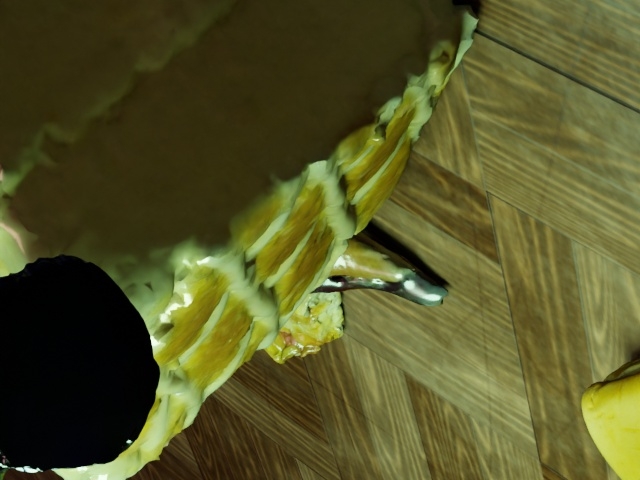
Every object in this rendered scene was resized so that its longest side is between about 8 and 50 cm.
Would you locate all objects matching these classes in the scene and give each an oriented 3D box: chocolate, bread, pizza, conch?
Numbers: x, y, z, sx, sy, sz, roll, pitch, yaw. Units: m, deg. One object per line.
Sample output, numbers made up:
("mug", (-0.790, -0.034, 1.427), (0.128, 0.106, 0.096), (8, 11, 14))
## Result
("chocolate", (-0.235, 0.087, 1.176), (0.343, 0.126, 0.148), (-7, 106, 53))
("bread", (0.265, 0.129, 1.345), (0.116, 0.077, 0.200), (59, 157, -1))
("pizza", (-0.045, 0.061, 1.825), (0.182, 0.062, 0.161), (29, 155, 38))
("conch", (-0.005, 0.003, 1.633), (0.233, 0.080, 0.086), (43, 165, 14))
("bread", (-0.125, -0.058, 1.373), (0.279, 0.371, 0.390), (43, 154, 9))
